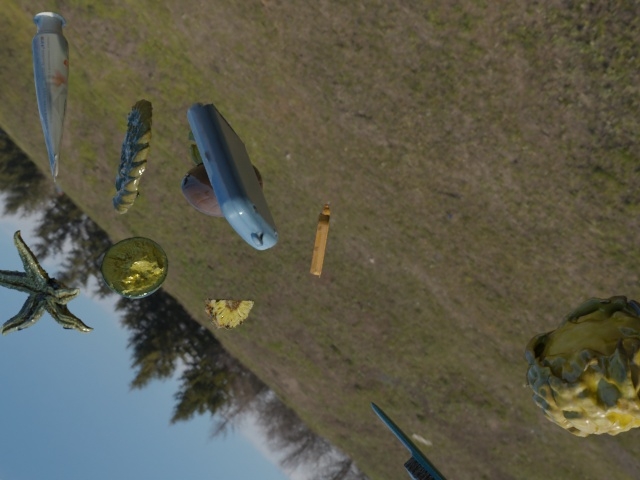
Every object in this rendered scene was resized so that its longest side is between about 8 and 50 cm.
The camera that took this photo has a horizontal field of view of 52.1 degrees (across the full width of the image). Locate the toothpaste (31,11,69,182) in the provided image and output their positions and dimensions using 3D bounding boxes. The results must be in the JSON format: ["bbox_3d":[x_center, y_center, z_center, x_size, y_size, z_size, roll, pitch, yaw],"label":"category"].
[{"bbox_3d":[-0.507,-0.276,1.237,0.100,0.066,0.323,143,123,-62],"label":"toothpaste"}]

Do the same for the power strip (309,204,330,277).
[{"bbox_3d":[0.000,0.000,1.582,0.028,0.178,0.049,10,-175,-1],"label":"power strip"}]

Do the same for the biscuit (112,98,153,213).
[{"bbox_3d":[-0.416,-0.204,1.473,0.036,0.273,0.187,14,160,-29],"label":"biscuit"}]

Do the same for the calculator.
[{"bbox_3d":[-0.106,-0.079,0.801,0.210,0.039,0.121,66,-172,28],"label":"calculator"}]

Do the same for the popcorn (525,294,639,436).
[{"bbox_3d":[0.470,0.216,1.095,0.250,0.250,0.190,31,159,52],"label":"popcorn"}]

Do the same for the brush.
[{"bbox_3d":[0.110,0.269,0.822,0.193,0.032,0.043,37,166,52],"label":"brush"}]

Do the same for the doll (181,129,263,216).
[{"bbox_3d":[-0.175,-0.120,1.188,0.145,0.188,0.096,10,145,-17],"label":"doll"}]

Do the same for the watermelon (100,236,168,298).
[{"bbox_3d":[-0.298,0.049,1.064,0.105,0.105,0.062,40,156,15],"label":"watermelon"}]

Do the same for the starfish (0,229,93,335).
[{"bbox_3d":[-0.443,0.068,1.014,0.208,0.053,0.175,3,114,18],"label":"starfish"}]

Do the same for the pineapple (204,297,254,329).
[{"bbox_3d":[-0.126,0.100,0.892,0.019,0.045,0.083,6,-179,40],"label":"pineapple"}]
